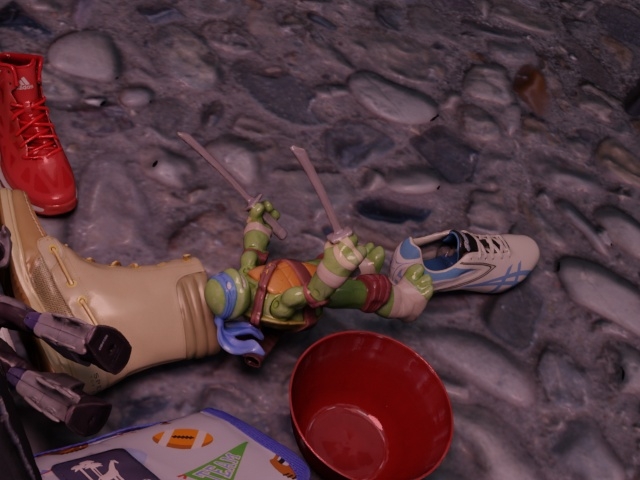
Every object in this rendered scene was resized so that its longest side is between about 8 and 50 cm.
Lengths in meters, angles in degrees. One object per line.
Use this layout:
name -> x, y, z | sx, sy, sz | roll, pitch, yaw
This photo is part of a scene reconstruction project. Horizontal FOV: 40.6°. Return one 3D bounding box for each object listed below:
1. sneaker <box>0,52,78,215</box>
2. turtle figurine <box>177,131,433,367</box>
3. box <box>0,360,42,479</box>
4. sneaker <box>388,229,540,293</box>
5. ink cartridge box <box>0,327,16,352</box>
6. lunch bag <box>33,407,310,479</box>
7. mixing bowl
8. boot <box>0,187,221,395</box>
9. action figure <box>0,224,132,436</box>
sneaker -> -0.360, -0.142, 1.054 | 0.087, 0.128, 0.221 | -22, 62, -33
turtle figurine -> 0.000, 0.000, 0.978 | 0.266, 0.198, 0.274 | 9, 70, -43
box -> -0.481, 0.066, 0.546 | 0.480, 0.297, 0.472 | -23, 41, -19
sneaker -> 0.203, 0.022, 1.153 | 0.237, 0.086, 0.085 | -7, 53, -27
ink cartridge box -> -0.414, 0.087, 0.915 | 0.145, 0.045, 0.179 | -17, 77, -32
lunch bag -> -0.134, 0.319, 0.674 | 0.328, 0.239, 0.385 | -8, 49, -38
mixing bowl -> 0.041, 0.199, 0.934 | 0.181, 0.098, 0.181 | 11, 49, -13
boot -> -0.241, 0.039, 0.965 | 0.203, 0.095, 0.262 | -15, 62, -29
action figure -> -0.319, 0.079, 0.827 | 0.285, 0.099, 0.185 | 20, 85, 20
